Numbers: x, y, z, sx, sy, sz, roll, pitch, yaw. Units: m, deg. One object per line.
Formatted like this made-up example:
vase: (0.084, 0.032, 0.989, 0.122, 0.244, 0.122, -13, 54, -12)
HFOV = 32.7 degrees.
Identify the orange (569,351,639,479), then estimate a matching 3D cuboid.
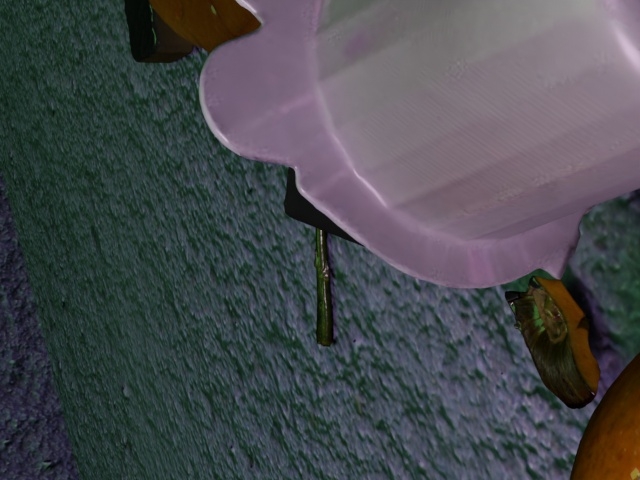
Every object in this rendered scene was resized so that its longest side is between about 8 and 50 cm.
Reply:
orange: (0.227, 0.142, 0.521, 0.224, 0.170, 0.224, -5, 84, 52)

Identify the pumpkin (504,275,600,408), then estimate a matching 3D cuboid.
pumpkin: (0.169, 0.069, 0.769, 0.073, 0.035, 0.101, 115, 135, -68)

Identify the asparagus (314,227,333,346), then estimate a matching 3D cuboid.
asparagus: (0.000, 0.000, 1.099, 0.023, 0.022, 0.233, -51, -39, -63)

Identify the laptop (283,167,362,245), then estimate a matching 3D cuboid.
laptop: (0.038, -0.081, 0.911, 0.135, 0.016, 0.197, 22, 127, 16)

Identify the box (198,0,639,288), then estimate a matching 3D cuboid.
box: (0.108, -0.117, 0.561, 0.206, 0.291, 0.262, -21, 78, 54)

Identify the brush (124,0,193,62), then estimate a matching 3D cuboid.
brush: (-0.211, -0.321, 1.359, 0.123, 0.059, 0.197, -1, 98, 66)

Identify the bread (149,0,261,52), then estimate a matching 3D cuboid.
bread: (-0.055, -0.283, 0.915, 0.388, 0.183, 0.236, -28, 77, 63)
